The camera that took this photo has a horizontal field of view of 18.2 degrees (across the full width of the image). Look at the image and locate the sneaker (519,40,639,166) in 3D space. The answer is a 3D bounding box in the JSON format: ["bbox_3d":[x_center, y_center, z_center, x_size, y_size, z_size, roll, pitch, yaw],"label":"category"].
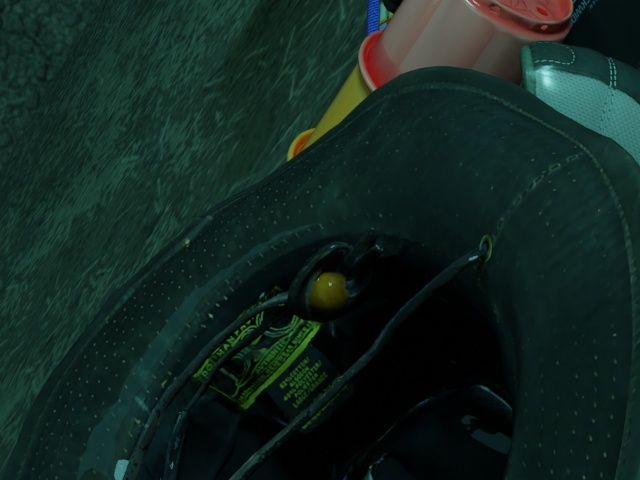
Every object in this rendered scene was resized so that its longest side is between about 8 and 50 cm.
[{"bbox_3d":[0.047,0.023,0.811,0.271,0.108,0.100,-49,21,29],"label":"sneaker"}]

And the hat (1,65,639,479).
[{"bbox_3d":[0.021,0.103,0.669,0.331,0.134,0.331,-33,33,25],"label":"hat"}]

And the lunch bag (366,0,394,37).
[{"bbox_3d":[0.110,-0.174,0.979,0.221,0.138,0.293,-18,53,60],"label":"lunch bag"}]

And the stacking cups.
[{"bbox_3d":[0.000,0.000,0.887,0.096,0.096,0.316,-81,17,-52],"label":"stacking cups"}]

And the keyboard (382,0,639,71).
[{"bbox_3d":[0.095,-0.124,0.863,0.317,0.033,0.202,-57,45,39],"label":"keyboard"}]
